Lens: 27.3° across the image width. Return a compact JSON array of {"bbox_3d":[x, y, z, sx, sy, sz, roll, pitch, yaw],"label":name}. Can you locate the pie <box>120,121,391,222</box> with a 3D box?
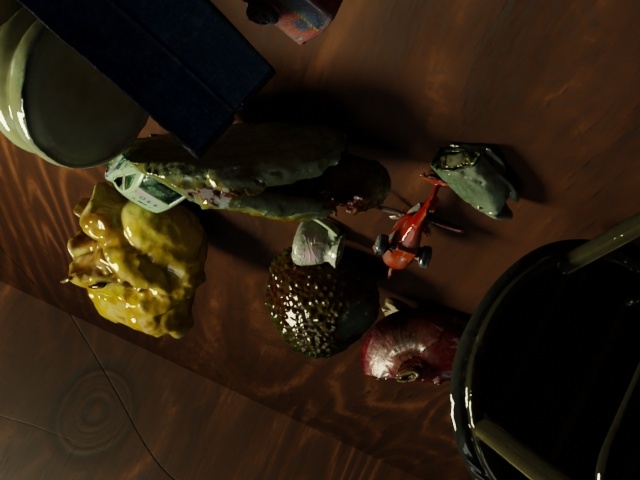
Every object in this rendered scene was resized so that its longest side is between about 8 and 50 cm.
[{"bbox_3d":[-0.087,-0.080,1.433,0.257,0.106,0.274,0,-171,-29],"label":"pie"}]

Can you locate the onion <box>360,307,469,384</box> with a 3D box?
[{"bbox_3d":[0.145,0.147,1.884,0.205,0.098,0.151,1,-174,26],"label":"onion"}]

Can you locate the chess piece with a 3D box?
[{"bbox_3d":[-0.347,-0.199,1.456,0.330,0.182,0.182,19,163,41],"label":"chess piece"}]

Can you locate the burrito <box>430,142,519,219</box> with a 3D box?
[{"bbox_3d":[0.166,-0.057,1.348,0.074,0.044,0.118,5,151,41],"label":"burrito"}]

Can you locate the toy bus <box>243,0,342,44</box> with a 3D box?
[{"bbox_3d":[-0.061,-0.239,1.079,0.192,0.065,0.077,34,155,-27],"label":"toy bus"}]

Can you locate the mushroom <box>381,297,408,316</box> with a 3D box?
[{"bbox_3d":[0.118,0.113,1.977,0.049,0.019,0.101,16,157,24],"label":"mushroom"}]

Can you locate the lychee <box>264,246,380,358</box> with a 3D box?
[{"bbox_3d":[-0.003,0.080,1.837,0.171,0.171,0.171,23,163,7],"label":"lychee"}]

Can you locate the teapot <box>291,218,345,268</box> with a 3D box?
[{"bbox_3d":[0.000,0.000,1.747,0.064,0.064,0.083,15,130,10],"label":"teapot"}]

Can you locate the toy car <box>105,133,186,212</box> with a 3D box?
[{"bbox_3d":[-0.232,-0.081,1.790,0.090,0.076,0.224,30,163,-21],"label":"toy car"}]

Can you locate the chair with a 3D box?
[{"bbox_3d":[0.345,0.146,1.201,0.362,0.365,0.410,31,167,-21],"label":"chair"}]

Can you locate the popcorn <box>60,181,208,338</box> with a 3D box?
[{"bbox_3d":[-0.262,0.022,1.967,0.190,0.191,0.253,-10,135,40],"label":"popcorn"}]

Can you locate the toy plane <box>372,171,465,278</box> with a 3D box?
[{"bbox_3d":[0.115,-0.013,1.513,0.126,0.077,0.194,23,157,-25],"label":"toy plane"}]

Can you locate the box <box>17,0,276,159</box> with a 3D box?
[{"bbox_3d":[-0.205,-0.227,1.088,0.261,0.116,0.279,43,180,-43],"label":"box"}]
